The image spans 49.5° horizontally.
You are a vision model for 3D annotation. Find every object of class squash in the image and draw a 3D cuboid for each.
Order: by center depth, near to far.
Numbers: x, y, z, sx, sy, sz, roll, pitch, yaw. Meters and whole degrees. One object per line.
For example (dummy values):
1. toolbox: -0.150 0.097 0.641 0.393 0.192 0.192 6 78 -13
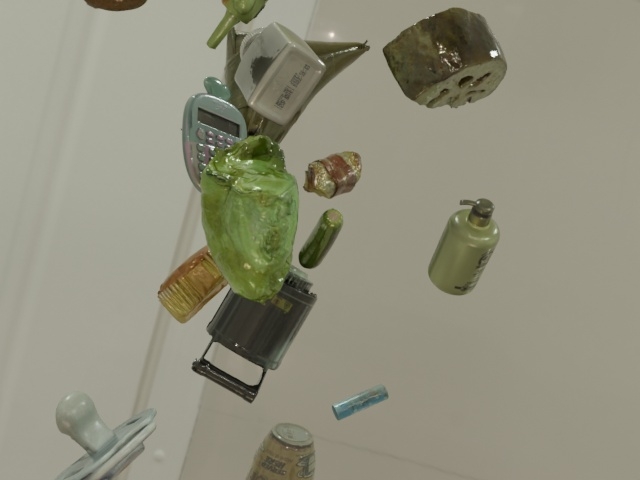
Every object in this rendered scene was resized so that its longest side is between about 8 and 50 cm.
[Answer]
1. squash: 0.000 0.000 1.647 0.066 0.066 0.229 15 -33 -10

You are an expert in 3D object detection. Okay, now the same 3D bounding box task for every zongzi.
1. zongzi: -0.079 -0.334 1.824 0.419 0.446 0.181 0 -13 3

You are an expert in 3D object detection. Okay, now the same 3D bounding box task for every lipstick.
1. lipstick: 0.112 0.450 1.937 0.158 0.048 0.048 -19 18 -15

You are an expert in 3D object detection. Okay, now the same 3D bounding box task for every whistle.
1. whistle: -0.170 -0.568 1.565 0.141 0.294 0.141 51 15 -19

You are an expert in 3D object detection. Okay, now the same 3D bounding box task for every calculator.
1. calculator: -0.247 -0.239 1.624 0.041 0.298 0.186 -14 -19 39

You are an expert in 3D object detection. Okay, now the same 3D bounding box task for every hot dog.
1. hot dog: 0.028 -0.180 1.977 0.262 0.093 0.123 -23 69 -44

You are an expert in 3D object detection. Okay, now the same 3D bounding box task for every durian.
1. durian: -0.146 -0.044 1.437 0.205 0.339 0.256 3 13 -19

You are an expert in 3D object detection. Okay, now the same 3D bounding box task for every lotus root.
1. lotus root: 0.232 -0.317 1.216 0.235 0.138 0.119 -12 67 -39

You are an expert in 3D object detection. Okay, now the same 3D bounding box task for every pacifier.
1. pacifier: -0.483 0.412 1.501 0.207 0.227 0.279 54 35 -3

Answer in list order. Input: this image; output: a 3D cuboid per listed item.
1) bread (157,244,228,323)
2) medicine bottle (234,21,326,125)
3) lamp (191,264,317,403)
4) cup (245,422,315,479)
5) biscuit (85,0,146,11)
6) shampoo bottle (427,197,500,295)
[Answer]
1. bread: -0.348 0.112 1.996 0.133 0.250 0.179 45 -8 0
2. medicine bottle: -0.079 -0.298 1.195 0.088 0.132 0.188 26 21 -31
3. lamp: -0.140 0.172 1.700 0.205 0.272 0.374 29 19 -3
4. cup: -0.124 0.719 2.267 0.228 0.256 0.301 13 10 -19
5. biscuit: -0.434 -0.619 1.263 0.368 0.394 0.076 7 45 -19
6. shampoo bottle: 0.216 0.004 1.021 0.079 0.162 0.079 8 44 -8
